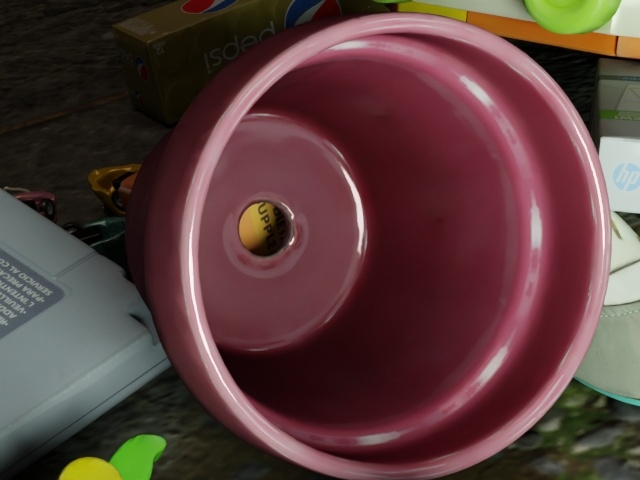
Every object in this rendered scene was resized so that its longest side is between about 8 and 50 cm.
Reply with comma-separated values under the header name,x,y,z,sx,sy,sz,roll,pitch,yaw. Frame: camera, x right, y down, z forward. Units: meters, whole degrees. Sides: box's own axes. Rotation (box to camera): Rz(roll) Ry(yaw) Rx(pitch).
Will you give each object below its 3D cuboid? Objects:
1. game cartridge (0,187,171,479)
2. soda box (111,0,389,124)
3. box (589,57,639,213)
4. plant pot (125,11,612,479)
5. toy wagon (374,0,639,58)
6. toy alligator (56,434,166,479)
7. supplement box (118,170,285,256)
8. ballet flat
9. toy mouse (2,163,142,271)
name,x,y,z,sx,sy,sz,roll,pitch,yaw
game cartridge,-0.239,0.024,0.989,0.294,0.060,0.196,32,40,26
soda box,-0.044,-0.141,1.333,0.181,0.061,0.058,-24,28,-22
box,0.206,-0.048,0.977,0.145,0.038,0.186,6,18,6
plant pot,0.000,0.000,0.899,0.201,0.201,0.180,-24,12,-22
toy wagon,0.192,-0.142,1.128,0.344,0.068,0.267,16,15,38
toy alligator,-0.127,0.143,0.810,0.190,0.056,0.051,-31,71,-33
supplement box,0.003,-0.042,1.092,0.080,0.078,0.233,11,35,41
ballet flat,0.118,0.007,0.946,0.072,0.068,0.213,-18,26,-10
toy mouse,-0.146,-0.001,1.130,0.161,0.031,0.143,7,32,37
